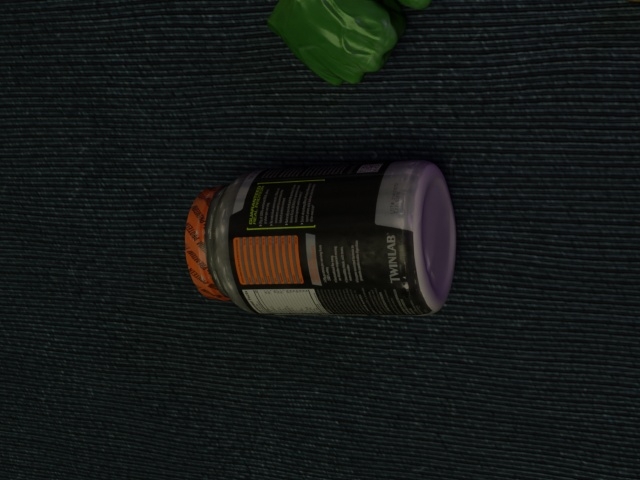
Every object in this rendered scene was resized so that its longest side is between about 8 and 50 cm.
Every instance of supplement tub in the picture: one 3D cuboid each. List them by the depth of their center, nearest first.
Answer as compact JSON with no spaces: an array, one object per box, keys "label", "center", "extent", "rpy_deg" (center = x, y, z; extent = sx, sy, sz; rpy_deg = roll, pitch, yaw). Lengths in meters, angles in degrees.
[{"label":"supplement tub","center":[0.000,0.000,1.200],"extent":[0.316,0.193,0.193],"rpy_deg":[-1,114,23]}]

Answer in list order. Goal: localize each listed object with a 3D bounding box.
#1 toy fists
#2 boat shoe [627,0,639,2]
[{"label":"toy fists","center":[0.063,-0.298,1.086],"extent":[0.142,0.096,0.279],"rpy_deg":[43,126,0]},{"label":"boat shoe","center":[0.397,-0.284,0.985],"extent":[0.152,0.056,0.049],"rpy_deg":[-9,106,16]}]
